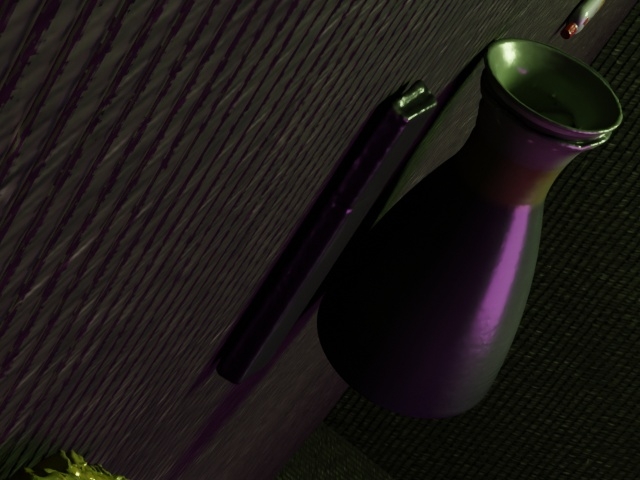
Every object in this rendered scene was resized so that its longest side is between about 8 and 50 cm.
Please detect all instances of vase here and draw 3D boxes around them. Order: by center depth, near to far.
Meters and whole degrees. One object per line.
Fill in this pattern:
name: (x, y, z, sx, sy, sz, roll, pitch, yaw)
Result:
vase: (0.125, -0.009, 1.126, 0.173, 0.173, 0.321, -45, 164, -49)

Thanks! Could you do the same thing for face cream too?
face cream: (0.306, -0.263, 1.559, 0.083, 0.021, 0.040, -47, 171, -33)

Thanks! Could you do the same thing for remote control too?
remote control: (0.000, 0.000, 0.856, 0.063, 0.025, 0.245, -36, 162, -55)

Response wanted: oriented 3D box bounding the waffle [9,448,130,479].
waffle: (-0.126, 0.136, 0.619, 0.160, 0.046, 0.192, -54, 174, 23)
